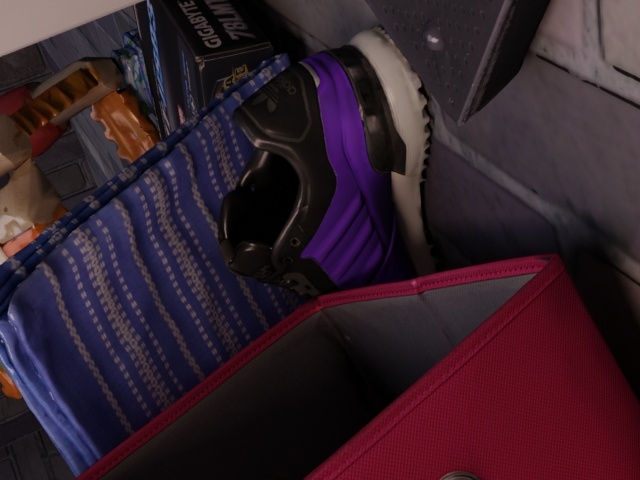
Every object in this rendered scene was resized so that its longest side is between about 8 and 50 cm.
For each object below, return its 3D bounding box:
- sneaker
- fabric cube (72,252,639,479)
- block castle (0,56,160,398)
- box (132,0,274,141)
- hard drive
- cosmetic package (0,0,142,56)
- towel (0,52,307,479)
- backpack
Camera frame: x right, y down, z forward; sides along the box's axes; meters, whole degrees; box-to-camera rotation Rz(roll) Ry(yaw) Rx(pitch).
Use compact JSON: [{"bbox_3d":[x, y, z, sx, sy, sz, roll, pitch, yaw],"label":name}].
[{"bbox_3d":[0.000,-0.001,0.721,0.102,0.146,0.293,48,157,46],"label":"sneaker"},{"bbox_3d":[0.033,0.192,0.545,0.258,0.254,0.259,59,151,-8],"label":"fabric cube"},{"bbox_3d":[-0.256,0.042,1.162,0.453,0.213,0.303,56,-152,-16],"label":"block castle"},{"bbox_3d":[-0.110,-0.116,0.978,0.293,0.073,0.295,-123,22,-47],"label":"box"},{"bbox_3d":[0.032,-0.198,0.478,0.254,0.054,0.172,60,165,19],"label":"hard drive"},{"bbox_3d":[-0.240,-0.228,0.765,0.197,0.366,0.155,35,147,62],"label":"cosmetic package"},{"bbox_3d":[-0.069,0.043,0.720,0.040,0.336,0.243,-3,122,39],"label":"towel"},{"bbox_3d":[-0.209,-0.209,1.244,0.114,0.084,0.105,-130,24,-55],"label":"backpack"}]
